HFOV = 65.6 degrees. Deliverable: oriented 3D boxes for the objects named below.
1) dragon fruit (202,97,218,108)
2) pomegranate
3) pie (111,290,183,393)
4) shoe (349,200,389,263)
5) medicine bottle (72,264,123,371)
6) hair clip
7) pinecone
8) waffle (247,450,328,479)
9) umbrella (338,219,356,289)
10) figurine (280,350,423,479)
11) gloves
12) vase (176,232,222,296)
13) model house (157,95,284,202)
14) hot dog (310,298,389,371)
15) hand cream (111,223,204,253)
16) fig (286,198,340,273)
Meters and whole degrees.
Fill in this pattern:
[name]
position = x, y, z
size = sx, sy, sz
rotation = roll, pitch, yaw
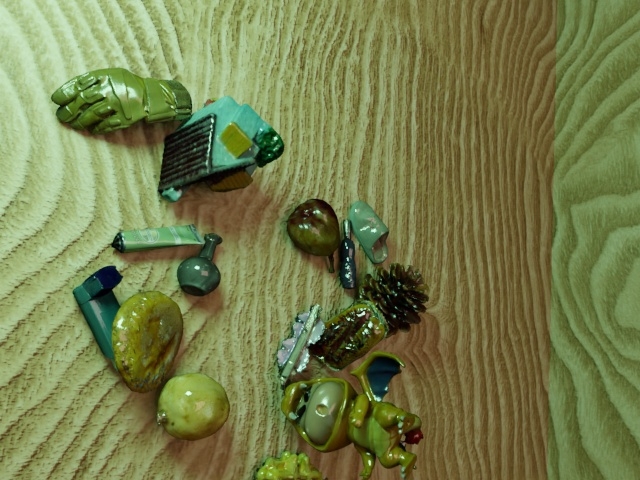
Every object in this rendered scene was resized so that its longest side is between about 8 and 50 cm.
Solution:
[dragon fruit]
position = -0.313, -0.377, 1.450
size = 0.056, 0.060, 0.083
rotation = 25, 74, -37
[pomegranate]
position = -0.340, 0.432, 1.285
size = 0.196, 0.196, 0.196
rotation = 4, 84, -38
[pie]
position = -0.422, 0.253, 1.235
size = 0.273, 0.069, 0.273
rotation = 0, 90, -72
[shoe]
position = 0.191, -0.027, 1.791
size = 0.103, 0.100, 0.251
rotation = -37, 111, -33
[medicine bottle]
position = -0.512, 0.193, 1.211
size = 0.258, 0.124, 0.079
rotation = 71, 23, -12
[hair clip]
position = -0.068, 0.328, 1.556
size = 0.106, 0.084, 0.292
rotation = 21, 64, 10
[pinecone]
position = 0.254, 0.192, 1.720
size = 0.264, 0.264, 0.264
rotation = 4, 84, -38
[waffle]
position = -0.107, 0.850, 1.499
size = 0.379, 0.095, 0.382
rotation = -42, 114, -34
[umbrella]
position = 0.090, 0.047, 1.733
size = 0.071, 0.071, 0.248
rotation = 2, 81, -38
[figurine]
position = 0.109, 0.547, 1.471
size = 0.268, 0.387, 0.401
rotation = -44, 128, -44
[gloves]
position = -0.494, -0.356, 1.255
size = 0.331, 0.141, 0.154
rotation = -12, 95, -38
[vase]
position = -0.324, 0.060, 1.380
size = 0.120, 0.120, 0.183
rotation = 34, 53, -31
[model house]
position = -0.283, -0.201, 1.315
size = 0.230, 0.280, 0.249
rotation = 42, 59, -30
[hot dog]
position = 0.092, 0.310, 1.613
size = 0.270, 0.082, 0.163
rotation = -38, 79, 7
[hand cream]
position = -0.433, -0.008, 1.323
size = 0.235, 0.086, 0.055
rotation = -9, 136, -35
[fig]
position = 0.001, 0.001, 1.627
size = 0.170, 0.145, 0.274
rotation = -47, 127, -29
